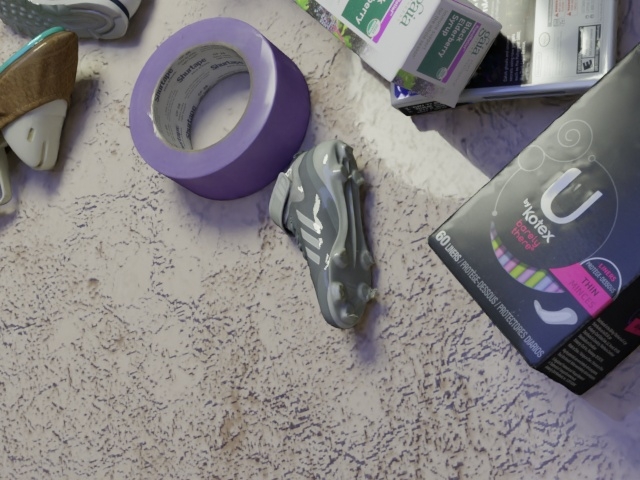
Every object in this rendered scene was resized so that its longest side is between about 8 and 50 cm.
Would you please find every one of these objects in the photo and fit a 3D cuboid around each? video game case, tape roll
[{"bbox_3d":[0.205,-0.230,1.240,0.173,0.022,0.190,-1,75,26],"label":"video game case"},{"bbox_3d":[-0.112,-0.145,1.398,0.189,0.080,0.189,-9,69,24],"label":"tape roll"}]

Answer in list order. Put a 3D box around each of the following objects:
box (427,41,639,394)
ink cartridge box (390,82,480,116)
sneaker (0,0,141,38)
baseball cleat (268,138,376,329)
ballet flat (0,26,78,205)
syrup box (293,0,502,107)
[{"bbox_3d":[0.259,-0.018,1.120,0.270,0.143,0.165,-44,59,8],"label":"box"},{"bbox_3d":[0.171,-0.244,1.300,0.206,0.045,0.208,-8,72,26],"label":"ink cartridge box"},{"bbox_3d":[-0.317,-0.308,1.569,0.235,0.090,0.095,10,66,26],"label":"sneaker"},{"bbox_3d":[0.000,0.000,1.307,0.109,0.072,0.206,-17,61,37],"label":"baseball cleat"},{"bbox_3d":[-0.396,-0.110,1.530,0.342,0.116,0.124,-36,81,14],"label":"ballet flat"},{"bbox_3d":[0.064,-0.234,1.262,0.093,0.096,0.237,-60,42,17],"label":"syrup box"}]
